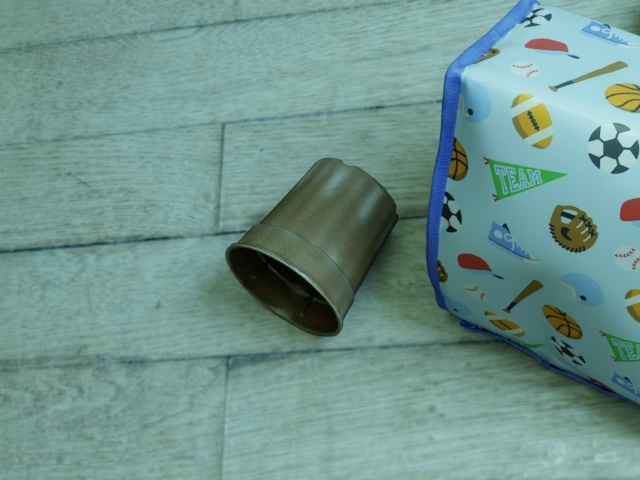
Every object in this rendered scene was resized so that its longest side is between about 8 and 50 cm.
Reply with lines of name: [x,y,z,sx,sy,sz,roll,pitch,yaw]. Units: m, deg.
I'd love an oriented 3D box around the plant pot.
plant pot: [0.000,0.000,1.408,0.167,0.167,0.165,26,66,24]

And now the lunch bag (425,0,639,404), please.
lunch bag: [0.292,-0.015,1.229,0.327,0.386,0.239,24,43,25]
